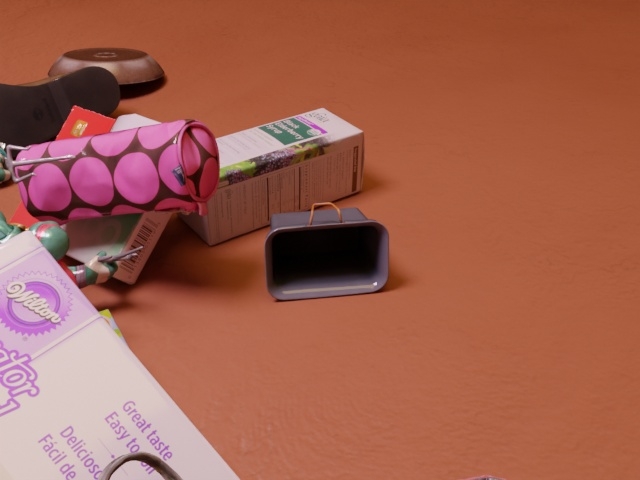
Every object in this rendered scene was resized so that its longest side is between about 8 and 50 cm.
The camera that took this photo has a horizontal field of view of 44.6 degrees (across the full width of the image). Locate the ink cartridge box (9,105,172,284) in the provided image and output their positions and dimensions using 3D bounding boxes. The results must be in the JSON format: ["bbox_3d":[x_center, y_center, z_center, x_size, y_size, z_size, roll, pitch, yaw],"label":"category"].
[{"bbox_3d":[-0.267,-0.069,0.915,0.224,0.056,0.181,21,79,26],"label":"ink cartridge box"}]

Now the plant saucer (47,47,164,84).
[{"bbox_3d":[-0.373,-0.307,1.358,0.198,0.036,0.199,2,23,-1],"label":"plant saucer"}]

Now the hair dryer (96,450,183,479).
[{"bbox_3d":[-0.117,0.260,0.358,0.223,0.080,0.294,-13,71,-27],"label":"hair dryer"}]

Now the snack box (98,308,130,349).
[{"bbox_3d":[-0.221,0.160,0.634,0.174,0.070,0.207,-17,38,-24],"label":"snack box"}]

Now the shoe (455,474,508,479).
[{"bbox_3d":[0.059,0.220,0.531,0.177,0.081,0.063,-15,36,-22],"label":"shoe"}]

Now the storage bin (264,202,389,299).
[{"bbox_3d":[0.000,0.000,0.871,0.135,0.098,0.091,-5,23,-8],"label":"storage bin"}]

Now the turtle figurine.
[{"bbox_3d":[-0.301,0.000,0.768,0.234,0.175,0.118,-10,32,32],"label":"turtle figurine"}]

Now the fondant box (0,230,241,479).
[{"bbox_3d":[-0.249,0.175,0.468,0.330,0.096,0.238,-35,73,-32],"label":"fondant box"}]

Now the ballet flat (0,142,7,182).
[{"bbox_3d":[-0.528,-0.116,1.013,0.240,0.091,0.077,13,1,-35],"label":"ballet flat"}]

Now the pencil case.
[{"bbox_3d":[-0.213,-0.065,0.814,0.209,0.098,0.095,-5,9,21],"label":"pencil case"}]

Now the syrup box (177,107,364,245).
[{"bbox_3d":[-0.064,-0.087,0.994,0.236,0.096,0.093,-22,40,-29],"label":"syrup box"}]

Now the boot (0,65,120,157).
[{"bbox_3d":[-0.460,-0.187,1.168,0.305,0.113,0.115,-23,18,-36],"label":"boot"}]
